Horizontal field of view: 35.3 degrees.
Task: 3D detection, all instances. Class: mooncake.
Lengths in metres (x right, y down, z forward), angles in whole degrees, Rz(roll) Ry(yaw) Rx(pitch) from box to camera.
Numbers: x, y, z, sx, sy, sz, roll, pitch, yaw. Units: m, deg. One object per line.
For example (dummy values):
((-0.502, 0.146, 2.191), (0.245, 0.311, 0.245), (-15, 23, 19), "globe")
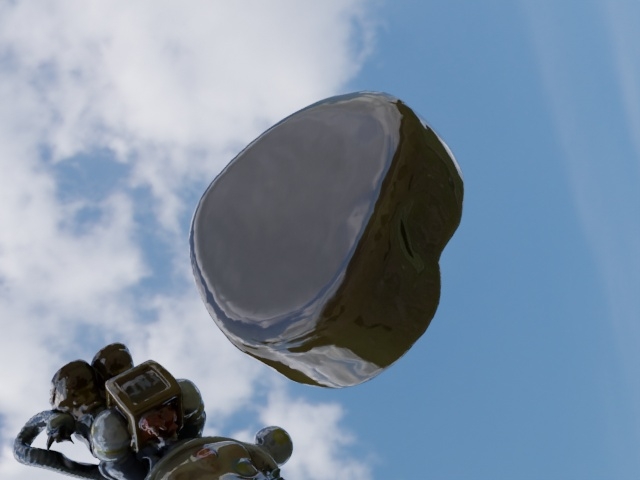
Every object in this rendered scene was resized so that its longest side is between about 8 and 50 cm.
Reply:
((0.000, 0.000, 0.809), (0.117, 0.234, 0.235), (37, -125, -40), "mooncake")

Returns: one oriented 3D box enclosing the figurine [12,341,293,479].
((-0.154, 0.259, 1.118), (0.261, 0.186, 0.382), (-30, -124, -27), "figurine")
